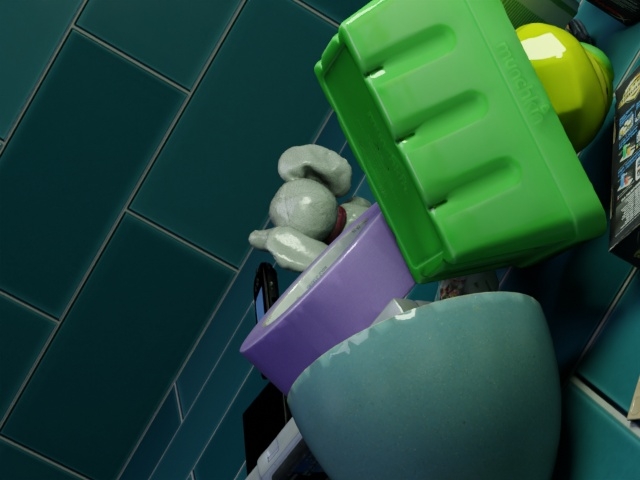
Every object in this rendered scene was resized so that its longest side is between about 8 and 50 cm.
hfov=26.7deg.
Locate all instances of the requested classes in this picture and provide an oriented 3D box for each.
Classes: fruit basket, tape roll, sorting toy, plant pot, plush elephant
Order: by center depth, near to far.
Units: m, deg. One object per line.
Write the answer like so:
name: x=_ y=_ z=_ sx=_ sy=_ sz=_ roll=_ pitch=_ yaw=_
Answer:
sorting toy: x=0.325 y=0.135 z=1.304 sx=0.083 sy=0.012 sz=0.062 roll=-68 pitch=10 yaw=-17
plant pot: x=0.133 y=0.209 z=1.401 sx=0.290 sy=0.290 sz=0.195 roll=-48 pitch=53 yaw=44
fruit basket: x=0.220 y=-0.156 z=1.562 sx=0.392 sy=0.392 sz=0.283 roll=-64 pitch=5 yaw=-15
tape roll: x=0.024 y=0.069 z=1.683 sx=0.275 sy=0.090 sz=0.275 roll=-46 pitch=5 yaw=5
plush elephant: x=0.000 y=0.000 z=2.275 sx=0.330 sy=0.255 sz=0.272 roll=-46 pitch=20 yaw=47

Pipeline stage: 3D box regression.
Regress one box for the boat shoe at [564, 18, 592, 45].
boat shoe: x=0.353 y=-0.248 z=1.919 sx=0.065 sy=0.083 sz=0.183 roll=-43 pitch=48 yaw=53

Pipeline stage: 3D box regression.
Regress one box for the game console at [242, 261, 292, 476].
game console: x=-0.093 y=0.219 z=2.347 sx=0.213 sy=0.044 sz=0.361 roll=127 pitch=143 yaw=-54

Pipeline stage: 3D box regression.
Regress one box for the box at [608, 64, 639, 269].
box: x=0.421 y=-0.153 z=1.424 sx=0.295 sy=0.073 sz=0.293 roll=-50 pitch=16 yaw=40

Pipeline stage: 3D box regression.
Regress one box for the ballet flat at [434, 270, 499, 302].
ballet flat: x=0.184 y=0.070 z=1.696 sx=0.091 sy=0.077 sz=0.241 roll=-41 pitch=-33 yaw=-48

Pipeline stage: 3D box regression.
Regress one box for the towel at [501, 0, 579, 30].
towel: x=0.206 y=-0.220 z=1.810 sx=0.325 sy=0.038 sz=0.248 roll=-53 pitch=-24 yaw=14

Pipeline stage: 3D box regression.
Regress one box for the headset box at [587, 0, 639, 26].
headset box: x=0.403 y=-0.412 z=1.718 sx=0.110 sy=0.218 sz=0.293 roll=-65 pitch=13 yaw=-17

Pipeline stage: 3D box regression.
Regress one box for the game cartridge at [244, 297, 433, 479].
game cartridge: x=0.075 y=0.214 z=1.637 sx=0.355 sy=0.230 sz=0.068 roll=-53 pitch=53 yaw=29
